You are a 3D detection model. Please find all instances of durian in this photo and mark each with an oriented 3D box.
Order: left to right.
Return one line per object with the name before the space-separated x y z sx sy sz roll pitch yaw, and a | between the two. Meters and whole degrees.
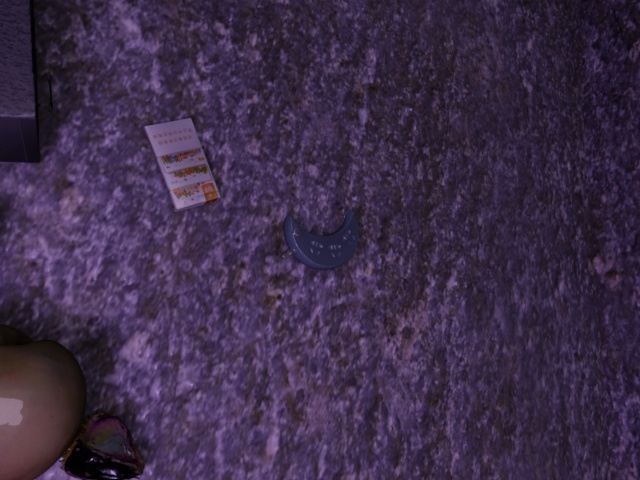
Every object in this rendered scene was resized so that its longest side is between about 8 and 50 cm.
durian | -0.442 0.411 0.945 0.187 0.119 0.108 50 18 -37

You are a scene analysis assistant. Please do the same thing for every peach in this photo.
peach | -0.565 0.292 0.800 0.292 0.247 0.292 3 78 -15

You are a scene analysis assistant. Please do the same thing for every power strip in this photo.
power strip | 0.000 0.000 1.301 0.253 0.054 0.167 -10 82 -31

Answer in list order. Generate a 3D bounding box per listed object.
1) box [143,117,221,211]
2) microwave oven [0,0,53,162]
box | -0.343 -0.191 1.171 0.122 0.032 0.220 -20 87 -32
microwave oven | -0.729 -0.394 0.890 0.374 0.236 0.432 -4 79 -29
